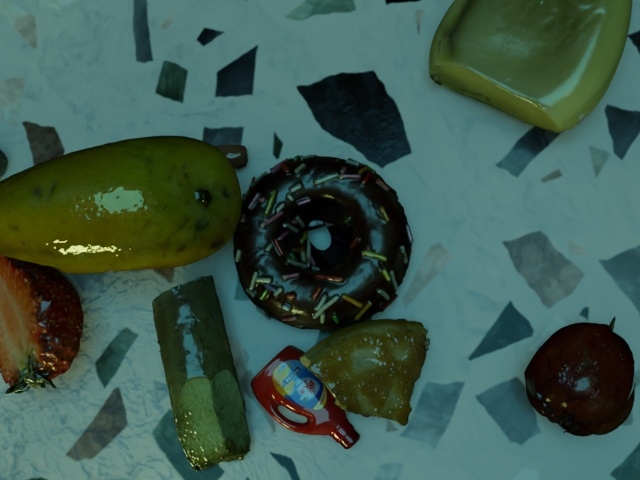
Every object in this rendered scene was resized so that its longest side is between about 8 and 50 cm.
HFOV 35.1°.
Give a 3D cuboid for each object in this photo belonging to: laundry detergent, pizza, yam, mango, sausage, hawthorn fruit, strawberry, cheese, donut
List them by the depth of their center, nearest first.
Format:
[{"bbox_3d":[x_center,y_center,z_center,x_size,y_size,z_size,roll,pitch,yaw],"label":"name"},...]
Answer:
[{"bbox_3d":[0.356,0.176,1.358,0.148,0.148,0.172,26,71,8],"label":"hawthorn fruit"},{"bbox_3d":[-0.290,-0.048,1.384,0.365,0.253,0.182,-2,91,2],"label":"mango"},{"bbox_3d":[0.080,0.187,1.410,0.182,0.062,0.161,-28,89,-19],"label":"pizza"},{"bbox_3d":[-0.167,0.187,1.416,0.106,0.106,0.259,-16,78,2],"label":"yam"},{"bbox_3d":[-0.015,0.232,1.420,0.097,0.049,0.165,-44,81,-7],"label":"laundry detergent"},{"bbox_3d":[0.000,0.000,1.434,0.270,0.103,0.269,-1,80,6],"label":"donut"},{"bbox_3d":[0.324,-0.324,1.453,0.260,0.128,0.316,30,82,11],"label":"cheese"},{"bbox_3d":[-0.404,0.102,1.454,0.175,0.107,0.236,-19,73,40],"label":"strawberry"},{"bbox_3d":[-0.201,-0.125,1.502,0.186,0.043,0.043,2,80,5],"label":"sausage"}]

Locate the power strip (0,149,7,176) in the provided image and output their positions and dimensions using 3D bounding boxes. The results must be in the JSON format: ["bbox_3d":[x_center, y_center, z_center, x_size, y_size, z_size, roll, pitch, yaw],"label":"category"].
[{"bbox_3d":[-0.627,-0.126,1.526,0.265,0.059,0.193,35,84,9],"label":"power strip"}]
